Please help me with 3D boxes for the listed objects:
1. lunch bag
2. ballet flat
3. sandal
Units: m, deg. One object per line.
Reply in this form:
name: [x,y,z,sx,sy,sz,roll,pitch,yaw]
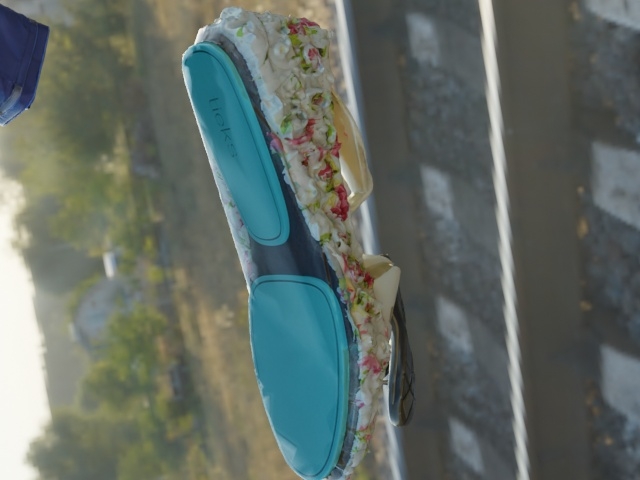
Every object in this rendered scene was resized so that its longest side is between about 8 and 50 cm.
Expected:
lunch bag: [-0.268,-0.145,1.192,0.067,0.065,0.098,-23,52,49]
ballet flat: [0.000,0.000,0.694,0.091,0.077,0.240,6,113,51]
sandal: [0.060,0.102,1.443,0.090,0.060,0.219,75,-174,-47]
